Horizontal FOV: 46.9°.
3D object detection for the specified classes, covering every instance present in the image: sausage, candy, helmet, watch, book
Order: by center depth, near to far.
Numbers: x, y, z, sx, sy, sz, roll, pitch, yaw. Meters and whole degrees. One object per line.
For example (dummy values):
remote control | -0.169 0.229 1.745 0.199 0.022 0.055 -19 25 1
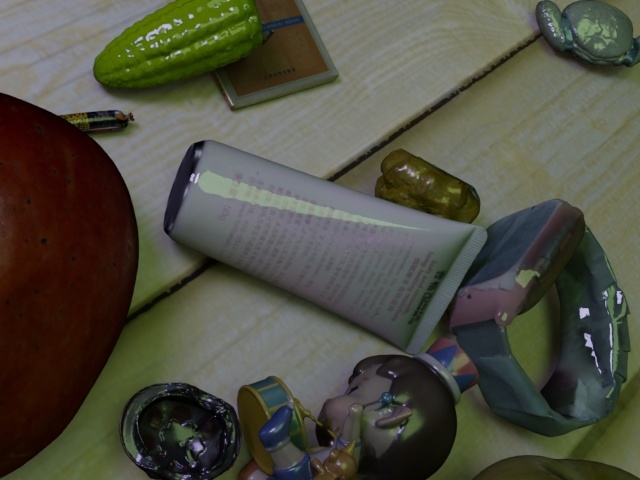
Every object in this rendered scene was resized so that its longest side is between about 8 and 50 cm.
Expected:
helmet | -0.144 0.202 0.754 0.123 0.070 0.098 19 58 -6
sausage | -0.308 -0.126 0.831 0.198 0.025 0.028 -13 35 -25
candy | -0.173 -0.237 0.886 0.209 0.097 0.097 -26 82 -11
watch | 0.288 0.107 0.927 0.241 0.161 0.253 48 62 -8
book | -0.096 -0.301 0.986 0.170 0.018 0.242 -23 81 -27

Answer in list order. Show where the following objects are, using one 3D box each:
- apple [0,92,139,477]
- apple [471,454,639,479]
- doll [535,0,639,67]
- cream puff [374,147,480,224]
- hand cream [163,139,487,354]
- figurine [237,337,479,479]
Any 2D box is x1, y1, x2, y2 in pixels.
apple | -0.350 0.036 0.682 0.328 0.295 0.365 -3 68 9
apple | 0.257 0.361 0.743 0.291 0.292 0.254 18 94 -15
doll | 0.443 -0.333 1.187 0.213 0.071 0.104 13 66 -14
cream puff | 0.126 -0.042 0.931 0.146 0.146 0.116 24 103 -13
hand cream | 0.000 0.000 0.855 0.358 0.118 0.186 22 108 -13
figurine | 0.047 0.195 0.793 0.275 0.161 0.158 -11 61 -30
